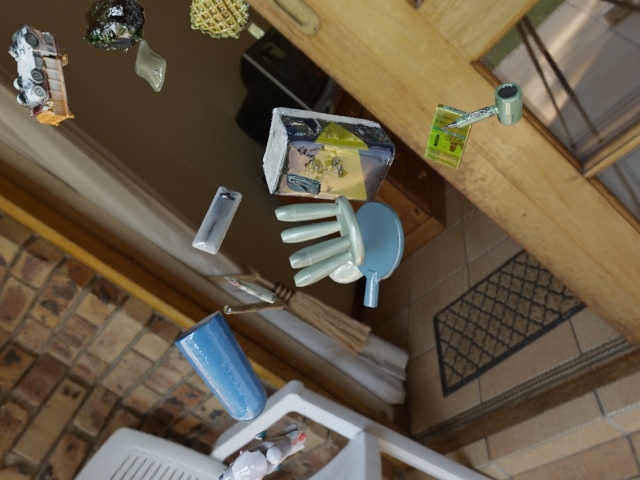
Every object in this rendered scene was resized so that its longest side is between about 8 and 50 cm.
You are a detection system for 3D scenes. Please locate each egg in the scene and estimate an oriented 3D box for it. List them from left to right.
[{"bbox_3d":[0.122,0.094,2.005,0.209,0.151,0.151,-27,25,25],"label":"egg"}]

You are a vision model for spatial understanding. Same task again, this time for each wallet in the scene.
[{"bbox_3d":[-0.043,-0.138,1.212,0.129,0.088,0.026,100,-175,-85],"label":"wallet"}]

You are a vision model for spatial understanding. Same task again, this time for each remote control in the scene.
[{"bbox_3d":[-0.438,-0.094,2.056,0.055,0.109,0.313,115,174,-64],"label":"remote control"}]

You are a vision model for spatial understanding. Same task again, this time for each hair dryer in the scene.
[{"bbox_3d":[0.299,-0.232,0.897,0.150,0.071,0.047,-20,54,12],"label":"hair dryer"}]

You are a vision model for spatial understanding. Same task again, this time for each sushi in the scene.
[{"bbox_3d":[-0.635,-0.657,1.479,0.224,0.124,0.127,2,91,36],"label":"sushi"}]

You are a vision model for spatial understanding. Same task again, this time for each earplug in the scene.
[{"bbox_3d":[-0.230,0.323,1.191,0.132,0.273,0.132,-32,6,4],"label":"earplug"}]

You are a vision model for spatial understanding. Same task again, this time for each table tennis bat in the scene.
[{"bbox_3d":[0.167,0.042,1.494,0.215,0.044,0.329,10,100,47],"label":"table tennis bat"}]

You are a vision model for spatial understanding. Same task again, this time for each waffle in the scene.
[{"bbox_3d":[-0.348,-0.799,1.671,0.214,0.207,0.054,-55,42,47],"label":"waffle"}]

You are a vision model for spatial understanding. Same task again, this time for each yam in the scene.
[{"bbox_3d":[-0.269,0.274,2.004,0.045,0.326,0.045,-18,77,34],"label":"yam"}]

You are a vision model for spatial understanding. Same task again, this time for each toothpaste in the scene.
[{"bbox_3d":[-0.226,0.160,1.595,0.062,0.239,0.039,15,77,36],"label":"toothpaste"}]

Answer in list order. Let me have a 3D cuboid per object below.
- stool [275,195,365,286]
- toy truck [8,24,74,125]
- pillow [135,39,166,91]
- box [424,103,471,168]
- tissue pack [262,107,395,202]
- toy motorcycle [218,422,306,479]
[{"bbox_3d":[0.000,0.000,1.286,0.198,0.195,0.195,-18,-24,-4],"label":"stool"},{"bbox_3d":[-0.841,-0.498,1.461,0.114,0.271,0.135,-9,0,31],"label":"toy truck"},{"bbox_3d":[-0.609,-0.623,1.721,0.033,0.217,0.130,-7,-48,-46],"label":"pillow"},{"bbox_3d":[0.413,-0.333,1.556,0.030,0.121,0.193,-49,-24,-38],"label":"box"},{"bbox_3d":[0.018,-0.306,1.743,0.253,0.416,0.264,-108,30,-46],"label":"tissue pack"},{"bbox_3d":[-0.146,0.587,1.311,0.260,0.110,0.171,-17,-13,-34],"label":"toy motorcycle"}]
